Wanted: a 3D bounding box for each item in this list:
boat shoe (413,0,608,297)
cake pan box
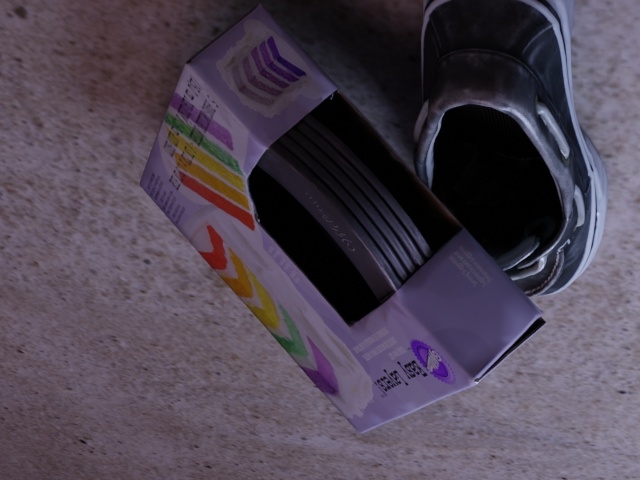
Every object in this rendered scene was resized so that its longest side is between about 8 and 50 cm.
[{"bbox_3d":[0.102,-0.034,0.868,0.121,0.119,0.335,7,153,20],"label":"boat shoe"},{"bbox_3d":[0.000,0.000,0.899,0.246,0.070,0.267,47,161,0],"label":"cake pan box"}]
